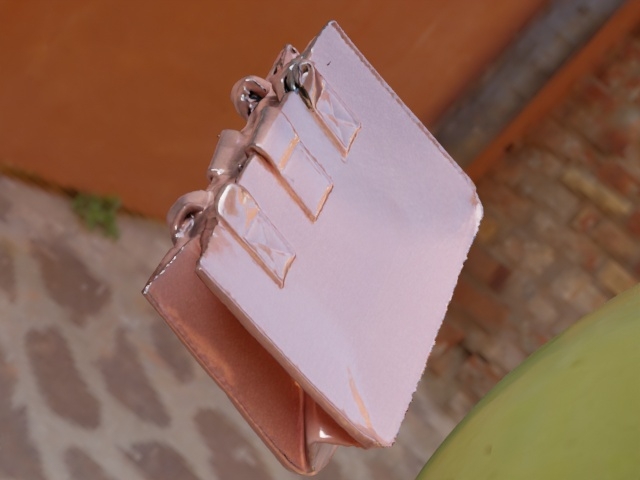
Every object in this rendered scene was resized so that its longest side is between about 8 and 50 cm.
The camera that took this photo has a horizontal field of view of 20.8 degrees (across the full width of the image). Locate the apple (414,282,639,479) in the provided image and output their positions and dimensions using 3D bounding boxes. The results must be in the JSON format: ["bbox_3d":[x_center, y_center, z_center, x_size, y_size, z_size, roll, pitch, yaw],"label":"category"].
[{"bbox_3d":[0.122,0.125,0.375,0.262,0.262,0.262,35,20,-15],"label":"apple"}]

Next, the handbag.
[{"bbox_3d":[0.000,0.000,0.908,0.157,0.059,0.212,49,41,-22],"label":"handbag"}]
